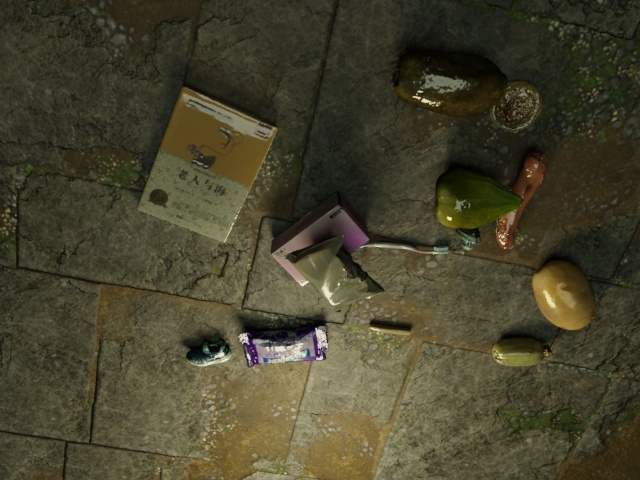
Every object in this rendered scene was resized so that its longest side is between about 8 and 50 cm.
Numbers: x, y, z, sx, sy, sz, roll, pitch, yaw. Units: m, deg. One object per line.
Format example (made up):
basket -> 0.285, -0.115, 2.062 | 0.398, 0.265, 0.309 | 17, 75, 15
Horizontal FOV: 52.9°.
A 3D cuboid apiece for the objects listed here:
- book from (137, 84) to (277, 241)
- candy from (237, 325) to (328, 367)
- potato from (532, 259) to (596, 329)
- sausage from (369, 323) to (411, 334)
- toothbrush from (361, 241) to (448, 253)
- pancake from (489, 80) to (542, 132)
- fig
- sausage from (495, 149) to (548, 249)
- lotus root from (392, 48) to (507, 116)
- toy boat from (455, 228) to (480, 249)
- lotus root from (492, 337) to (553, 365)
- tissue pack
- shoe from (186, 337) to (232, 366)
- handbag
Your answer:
book -> -0.311, -0.194, 1.738 | 0.269, 0.032, 0.389 | 21, 116, -13
candy -> -0.113, 0.330, 2.000 | 0.275, 0.070, 0.145 | -5, 125, -3
potato -> 0.722, 0.161, 1.893 | 0.150, 0.146, 0.234 | -40, 115, -15
sausage -> 0.216, 0.277, 2.002 | 0.132, 0.024, 0.024 | 7, 118, -6
toothbrush -> 0.240, 0.020, 1.867 | 0.269, 0.021, 0.027 | 3, 105, -3
pancake -> 0.508, -0.350, 1.674 | 0.140, 0.022, 0.139 | 0, 117, 0
fig -> 0.405, -0.114, 1.734 | 0.234, 0.167, 0.167 | -3, 121, -28
sausage -> 0.548, -0.111, 1.774 | 0.078, 0.078, 0.304 | 12, 120, -7
lotus root -> 0.316, -0.384, 1.578 | 0.275, 0.160, 0.151 | 5, 107, -4
toy boat -> 0.411, -0.009, 1.788 | 0.059, 0.140, 0.066 | 6, 102, -4
lotus root -> 0.632, 0.348, 2.016 | 0.183, 0.077, 0.090 | -4, 125, 4
tissue pack -> 0.000, 0.000, 1.812 | 0.246, 0.092, 0.148 | -36, 115, 16
shoe -> -0.351, 0.348, 2.008 | 0.143, 0.064, 0.071 | -9, 119, 1
handbag -> 0.048, 0.089, 1.749 | 0.183, 0.117, 0.270 | -25, 126, 24
